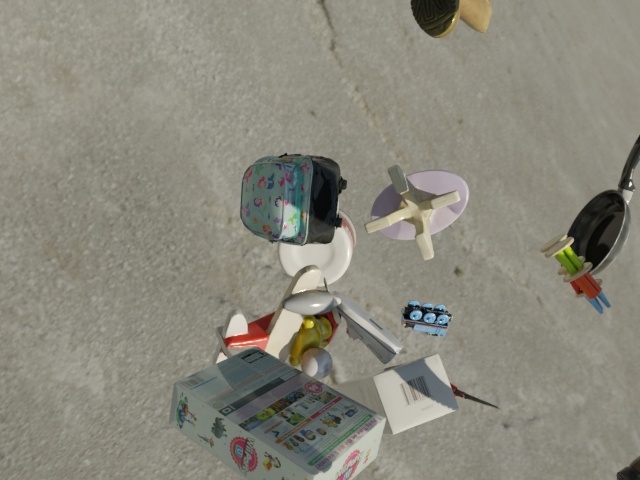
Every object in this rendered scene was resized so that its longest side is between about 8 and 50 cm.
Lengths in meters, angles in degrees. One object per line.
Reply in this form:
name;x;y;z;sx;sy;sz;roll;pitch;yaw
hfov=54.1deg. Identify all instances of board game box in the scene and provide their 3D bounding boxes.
board game box;-0.075;0.315;1.090;0.304;0.097;0.224;23;22;30

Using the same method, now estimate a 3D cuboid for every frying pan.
frying pan;0.578;-0.067;1.267;0.053;0.197;0.326;24;82;-5

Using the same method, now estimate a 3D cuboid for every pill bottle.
pill bottle;0.000;0.000;2.025;0.224;0.224;0.392;48;11;-3

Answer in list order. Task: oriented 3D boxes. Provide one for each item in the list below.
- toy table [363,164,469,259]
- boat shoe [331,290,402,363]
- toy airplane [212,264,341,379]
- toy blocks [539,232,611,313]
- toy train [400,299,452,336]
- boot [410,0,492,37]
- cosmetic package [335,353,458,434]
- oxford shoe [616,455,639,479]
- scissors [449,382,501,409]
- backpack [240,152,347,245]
toy table;0.247;-0.081;1.645;0.252;0.274;0.161;57;23;1
boat shoe;0.114;0.253;1.813;0.258;0.084;0.095;42;17;19
toy airplane;-0.091;0.275;1.678;0.272;0.386;0.384;38;76;26
toy blocks;0.436;0.064;1.046;0.148;0.054;0.123;53;14;3
toy train;0.364;0.274;2.182;0.184;0.105;0.080;9;34;-10
boot;0.280;-0.482;1.275;0.270;0.089;0.236;8;67;-51
cosmetic package;0.193;0.419;1.694;0.197;0.365;0.155;-16;77;-16
oxford shoe;0.641;0.481;1.235;0.083;0.096;0.227;47;-9;35
scissors;0.449;0.503;2.045;0.297;0.108;0.021;27;37;32
backpack;-0.087;-0.101;1.519;0.191;0.254;0.225;-1;99;-37
